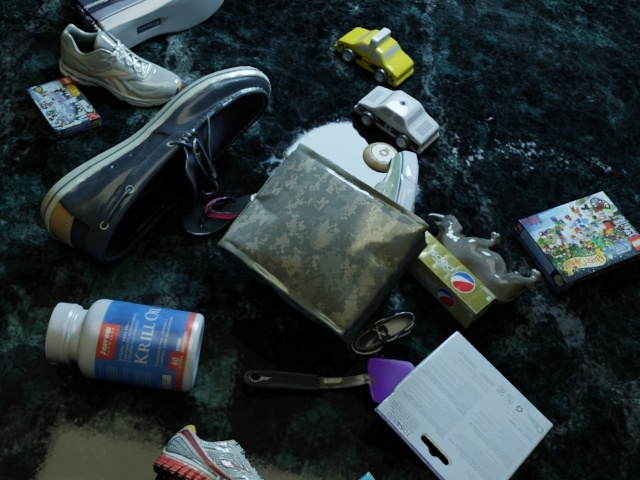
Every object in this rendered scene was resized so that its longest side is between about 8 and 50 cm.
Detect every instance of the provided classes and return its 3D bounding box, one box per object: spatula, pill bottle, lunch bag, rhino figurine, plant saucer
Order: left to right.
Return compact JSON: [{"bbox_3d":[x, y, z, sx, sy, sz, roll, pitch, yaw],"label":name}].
[{"bbox_3d":[-0.298,0.158,1.080,0.221,0.124,0.124,8,53,-6],"label":"pill bottle"},{"bbox_3d":[0.000,0.000,1.192,0.287,0.169,0.235,37,83,14],"label":"lunch bag"},{"bbox_3d":[0.021,0.232,1.151,0.296,0.030,0.084,3,57,-10],"label":"spatula"},{"bbox_3d":[0.132,-0.181,1.487,0.083,0.015,0.083,6,54,-8],"label":"plant saucer"},{"bbox_3d":[0.294,0.026,1.335,0.106,0.073,0.243,-30,64,-32],"label":"rhino figurine"}]

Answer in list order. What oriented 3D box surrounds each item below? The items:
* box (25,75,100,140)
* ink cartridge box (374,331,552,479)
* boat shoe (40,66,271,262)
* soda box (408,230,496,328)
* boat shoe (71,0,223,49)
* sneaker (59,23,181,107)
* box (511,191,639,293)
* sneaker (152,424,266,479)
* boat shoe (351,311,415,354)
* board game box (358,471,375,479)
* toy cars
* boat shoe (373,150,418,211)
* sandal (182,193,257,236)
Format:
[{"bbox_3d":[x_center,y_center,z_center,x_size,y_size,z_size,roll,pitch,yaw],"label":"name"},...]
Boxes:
[{"bbox_3d":[-0.515,-0.267,1.405,0.094,0.027,0.137,-27,64,-29],"label":"box"},{"bbox_3d":[0.228,0.292,1.134,0.224,0.045,0.223,-34,71,-32],"label":"ink cartridge box"},{"bbox_3d":[-0.258,-0.139,1.272,0.156,0.187,0.500,39,62,18],"label":"boat shoe"},{"bbox_3d":[0.232,0.071,1.297,0.061,0.058,0.181,-32,66,-29],"label":"soda box"},{"bbox_3d":[-0.391,-0.544,1.568,0.340,0.127,0.158,-31,73,-28],"label":"boat shoe"},{"bbox_3d":[-0.414,-0.362,1.437,0.262,0.121,0.099,14,53,-1],"label":"sneaker"},{"bbox_3d":[0.528,-0.001,1.420,0.233,0.044,0.159,-18,60,-23],"label":"box"},{"bbox_3d":[-0.122,0.335,1.011,0.225,0.088,0.093,23,52,5],"label":"sneaker"},{"bbox_3d":[0.111,0.159,1.219,0.125,0.038,0.046,-17,59,-23],"label":"boat shoe"},{"bbox_3d":[0.040,0.456,0.981,0.210,0.047,0.160,-30,65,-28],"label":"board game box"},{"bbox_3d":[0.152,-0.364,1.579,0.176,0.087,0.394,-4,55,-14],"label":"toy cars"},{"bbox_3d":[0.123,-0.058,1.340,0.094,0.109,0.302,14,55,1],"label":"boat shoe"},{"bbox_3d":[-0.176,-0.058,1.315,0.179,0.040,0.067,-21,61,-25],"label":"sandal"}]
